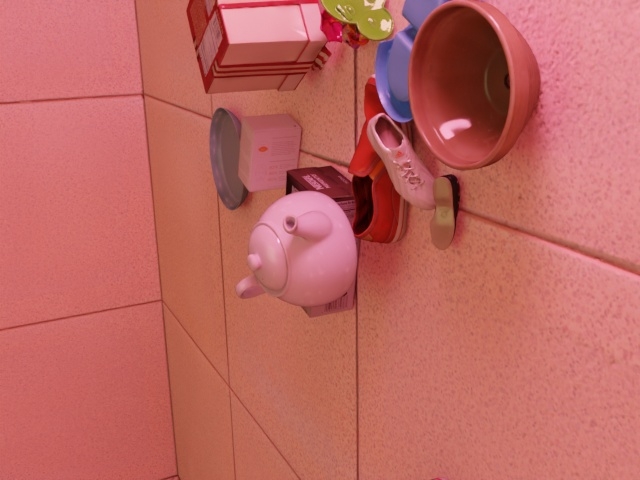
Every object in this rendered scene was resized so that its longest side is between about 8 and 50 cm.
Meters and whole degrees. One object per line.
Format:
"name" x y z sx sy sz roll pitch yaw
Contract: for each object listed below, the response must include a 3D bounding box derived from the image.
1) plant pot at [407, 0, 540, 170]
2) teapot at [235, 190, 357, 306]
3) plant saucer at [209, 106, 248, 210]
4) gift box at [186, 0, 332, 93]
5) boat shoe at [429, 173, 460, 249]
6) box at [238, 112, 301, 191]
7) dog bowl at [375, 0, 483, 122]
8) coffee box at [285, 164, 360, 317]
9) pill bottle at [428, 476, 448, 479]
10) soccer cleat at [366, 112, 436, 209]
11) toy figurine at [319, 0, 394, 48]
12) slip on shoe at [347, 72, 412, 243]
"plant pot" 0.237 -0.226 1.061 0.237 0.109 0.237 33 128 54
"teapot" -0.063 0.029 1.459 0.252 0.187 0.256 27 125 51
"plant saucer" -0.276 -0.253 2.260 0.317 0.043 0.318 33 127 58
"gift box" -0.121 -0.469 1.583 0.276 0.258 0.255 -28 73 63
"boat shoe" 0.218 -0.049 1.261 0.049 0.042 0.133 13 113 37
"box" -0.130 -0.222 1.845 0.091 0.130 0.170 -127 37 -47
"dog bowl" 0.177 -0.336 1.206 0.166 0.074 0.297 59 147 38
"coffee box" 0.000 0.000 1.653 0.168 0.118 0.297 45 138 51
"pill bottle" 0.173 0.527 1.389 0.108 0.180 0.108 34 128 58
"soccer cleat" 0.146 -0.137 1.290 0.196 0.068 0.076 55 173 6
"toy figurine" 0.060 -0.430 1.425 0.173 0.130 0.159 53 166 3
"slip on shoe" 0.106 -0.150 1.394 0.123 0.101 0.331 -148 54 -61
